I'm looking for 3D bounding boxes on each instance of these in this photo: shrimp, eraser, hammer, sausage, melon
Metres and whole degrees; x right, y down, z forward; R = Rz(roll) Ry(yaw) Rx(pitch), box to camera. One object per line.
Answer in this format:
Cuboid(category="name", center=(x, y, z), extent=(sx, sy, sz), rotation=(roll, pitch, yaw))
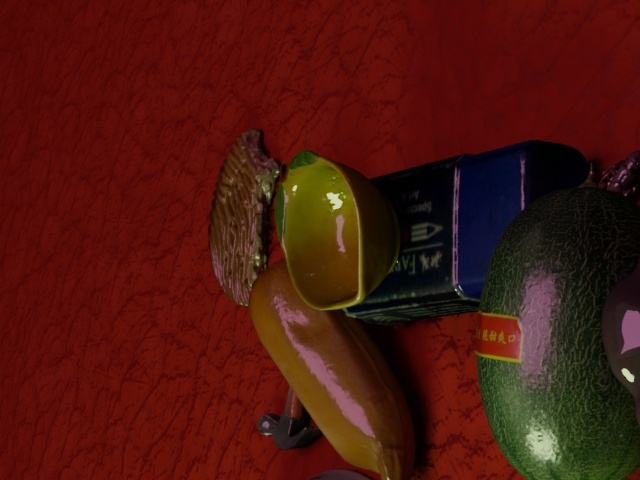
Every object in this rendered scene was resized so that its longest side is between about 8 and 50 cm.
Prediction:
Cuboid(category="shrimp", center=(0.275, -0.045, 1.519), extent=(0.029, 0.038, 0.092), rotation=(-36, -35, -74))
Cuboid(category="eraser", center=(0.137, 0.000, 1.661), extent=(0.332, 0.101, 0.155), rotation=(-13, 72, 57))
Cuboid(category="hammer", center=(-0.018, 0.109, 1.915), extent=(0.111, 0.033, 0.288), rotation=(24, 108, 56))
Cuboid(category="sausage", center=(0.028, 0.161, 1.772), extent=(0.112, 0.112, 0.328), rotation=(-55, 54, 34))
Cuboid(category="melon", center=(0.227, 0.075, 1.424), extent=(0.182, 0.182, 0.288), rotation=(2, 83, 58))

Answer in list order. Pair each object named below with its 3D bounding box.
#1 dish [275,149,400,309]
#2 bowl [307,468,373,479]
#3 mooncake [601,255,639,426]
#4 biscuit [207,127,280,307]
Cuboid(category="dish", center=(0.027, -0.009, 1.669), extent=(0.149, 0.080, 0.208), rotation=(-62, 40, 35))
Cuboid(category="bowl", center=(-0.043, 0.415, 1.784), extent=(0.337, 0.157, 0.337), rotation=(-19, 67, 54))
Cuboid(category="mooncake", center=(0.339, 0.078, 1.245), extent=(0.245, 0.133, 0.245), rotation=(-8, 75, 34))
Cuboid(category="biscuit", center=(-0.098, -0.022, 2.103), extent=(0.176, 0.031, 0.229), rotation=(-53, 40, 38))
